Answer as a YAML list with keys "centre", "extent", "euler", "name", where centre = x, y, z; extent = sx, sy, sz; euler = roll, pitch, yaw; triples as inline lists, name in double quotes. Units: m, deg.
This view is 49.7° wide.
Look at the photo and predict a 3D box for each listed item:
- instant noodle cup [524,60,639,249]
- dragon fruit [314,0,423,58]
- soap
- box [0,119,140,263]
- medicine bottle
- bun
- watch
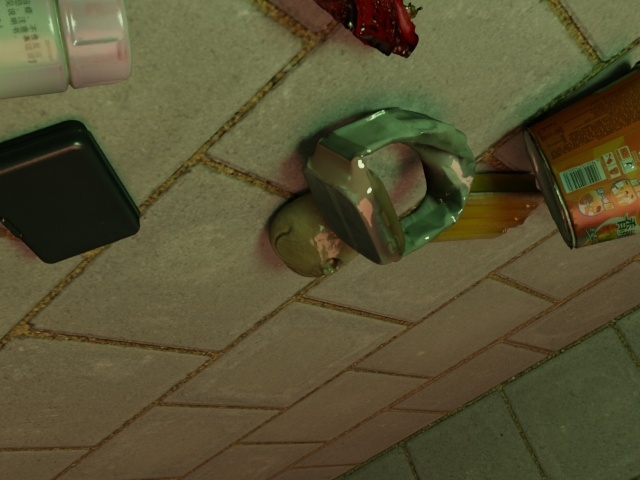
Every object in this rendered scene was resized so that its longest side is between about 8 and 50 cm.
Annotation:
- centre: [0.489, -0.129, 1.182]
  extent: [0.213, 0.297, 0.296]
  euler: [-21, 152, 13]
  name: "instant noodle cup"
- centre: [0.068, -0.275, 0.806]
  extent: [0.092, 0.122, 0.192]
  euler: [-49, 141, 14]
  name: "dragon fruit"
- centre: [0.312, -0.065, 1.351]
  extent: [0.231, 0.073, 0.140]
  euler: [-4, 147, -31]
  name: "soap"
- centre: [-0.349, -0.058, 0.934]
  extent: [0.160, 0.050, 0.230]
  euler: [-20, 151, -5]
  name: "box"
- centre: [-0.275, -0.205, 0.661]
  extent: [0.168, 0.135, 0.135]
  euler: [-11, 148, -19]
  name: "medicine bottle"
- centre: [0.000, 0.000, 1.201]
  extent: [0.166, 0.114, 0.173]
  euler: [-15, 147, -12]
  name: "bun"
- centre: [0.128, -0.095, 1.072]
  extent: [0.241, 0.161, 0.253]
  euler: [-39, 135, -12]
  name: "watch"
